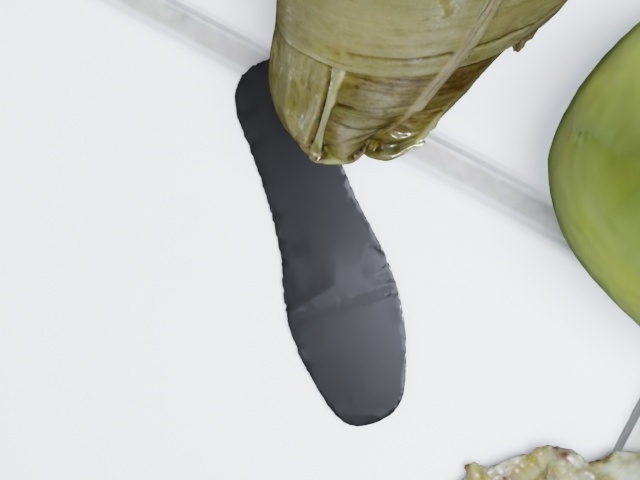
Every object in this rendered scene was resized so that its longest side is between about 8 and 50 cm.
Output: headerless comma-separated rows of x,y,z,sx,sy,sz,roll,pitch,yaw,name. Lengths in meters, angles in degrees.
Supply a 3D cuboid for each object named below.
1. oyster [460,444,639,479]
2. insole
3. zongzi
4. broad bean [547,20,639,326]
0.094,0.147,0.545,0.108,0.053,0.165,-14,82,14,oyster
0.000,0.000,0.598,0.045,0.002,0.135,-20,87,23,insole
0.072,-0.099,0.536,0.160,0.176,0.078,102,155,-45,zongzi
0.149,0.001,0.489,0.174,0.082,0.124,47,112,12,broad bean
